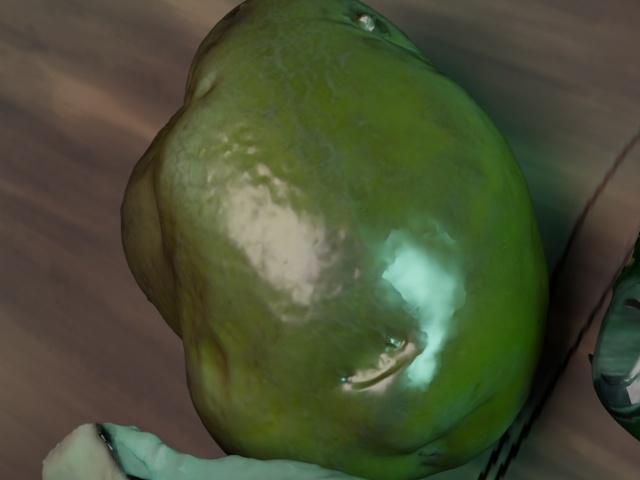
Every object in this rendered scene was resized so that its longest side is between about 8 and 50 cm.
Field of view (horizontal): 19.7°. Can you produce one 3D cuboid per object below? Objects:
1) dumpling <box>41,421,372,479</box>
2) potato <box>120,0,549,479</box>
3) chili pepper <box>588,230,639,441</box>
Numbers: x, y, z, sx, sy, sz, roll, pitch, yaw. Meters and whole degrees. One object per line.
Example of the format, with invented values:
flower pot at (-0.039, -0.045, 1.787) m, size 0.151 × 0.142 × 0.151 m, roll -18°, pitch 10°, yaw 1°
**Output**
dumpling at (0.017, 0.178, 0.670) m, size 0.227 × 0.175 × 0.243 m, roll 96°, pitch 155°, yaw -57°
potato at (0.004, 0.000, 0.721) m, size 0.200 × 0.137 × 0.154 m, roll 61°, pitch 153°, yaw 31°
chili pepper at (0.185, 0.019, 0.594) m, size 0.216 × 0.062 × 0.108 m, roll -10°, pitch 77°, yaw 40°
